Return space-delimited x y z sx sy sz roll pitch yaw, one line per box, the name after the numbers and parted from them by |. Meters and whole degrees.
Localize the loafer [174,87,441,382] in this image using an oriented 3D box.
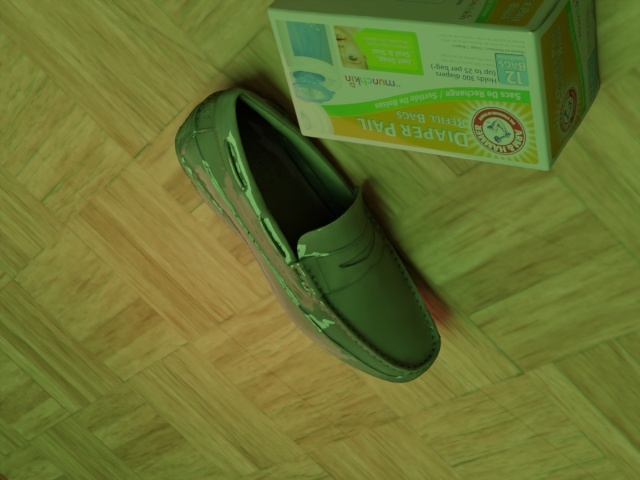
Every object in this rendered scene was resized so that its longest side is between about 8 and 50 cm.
0.000 0.000 1.006 0.319 0.112 0.111 47 151 -11 | loafer

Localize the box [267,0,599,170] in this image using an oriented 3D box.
0.082 -0.134 0.801 0.203 0.103 0.114 11 136 31 | box
